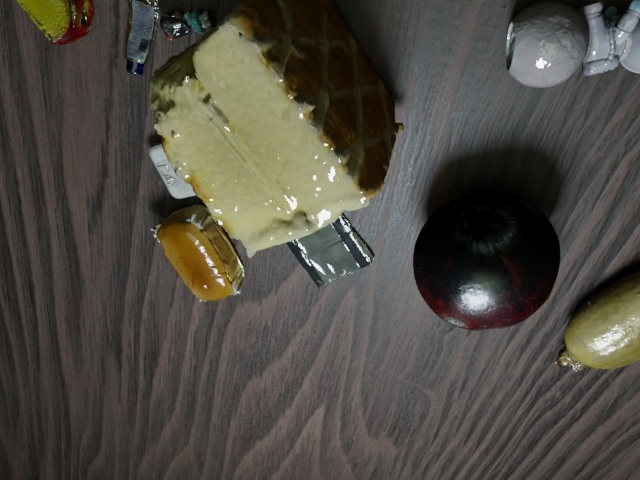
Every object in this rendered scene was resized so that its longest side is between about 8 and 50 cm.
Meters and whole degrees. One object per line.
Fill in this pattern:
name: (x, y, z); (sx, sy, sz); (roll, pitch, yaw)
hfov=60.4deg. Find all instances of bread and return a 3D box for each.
bread: (-0.294, 0.037, 1.348); (0.136, 0.107, 0.241); (-14, 118, 22)
bread: (-0.062, -0.233, 0.976); (0.279, 0.390, 0.371); (-22, 118, 32)

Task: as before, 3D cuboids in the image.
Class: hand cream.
hand cream: (-0.366, -0.419, 1.113); (0.062, 0.039, 0.163); (19, 118, 0)

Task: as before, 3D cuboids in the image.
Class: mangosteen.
mangosteen: (0.335, 0.054, 1.140); (0.300, 0.300, 0.301); (5, 123, 8)

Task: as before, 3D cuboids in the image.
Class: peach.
peach: (-0.523, -0.466, 1.077); (0.172, 0.092, 0.127); (31, 118, 4)

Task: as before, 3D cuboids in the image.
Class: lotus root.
lotus root: (0.673, 0.198, 1.239); (0.169, 0.151, 0.343); (37, 118, -13)

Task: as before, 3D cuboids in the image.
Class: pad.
pad: (0.000, 0.000, 1.320); (0.174, 0.022, 0.233); (-28, 112, 26)

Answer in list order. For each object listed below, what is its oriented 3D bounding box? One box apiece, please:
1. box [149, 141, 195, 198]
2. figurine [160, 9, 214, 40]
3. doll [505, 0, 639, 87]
box: (-0.236, -0.181, 1.234); (0.284, 0.044, 0.142); (-11, 122, 17)
figurine: (-0.263, -0.425, 1.084); (0.105, 0.047, 0.060); (-5, 163, 7)
doll: (0.472, -0.338, 0.943); (0.287, 0.151, 0.151); (0, 122, 7)
